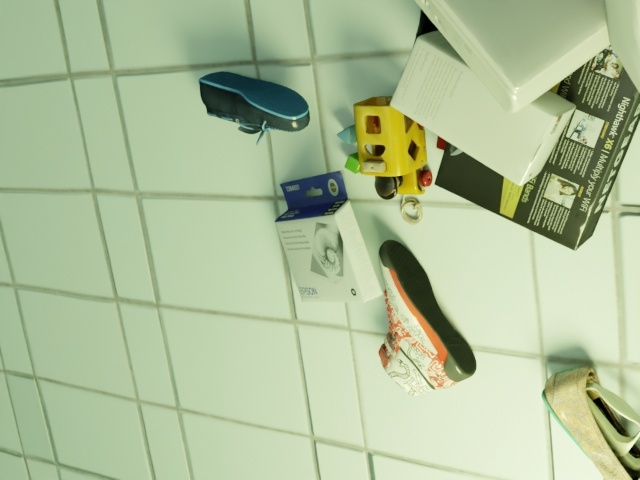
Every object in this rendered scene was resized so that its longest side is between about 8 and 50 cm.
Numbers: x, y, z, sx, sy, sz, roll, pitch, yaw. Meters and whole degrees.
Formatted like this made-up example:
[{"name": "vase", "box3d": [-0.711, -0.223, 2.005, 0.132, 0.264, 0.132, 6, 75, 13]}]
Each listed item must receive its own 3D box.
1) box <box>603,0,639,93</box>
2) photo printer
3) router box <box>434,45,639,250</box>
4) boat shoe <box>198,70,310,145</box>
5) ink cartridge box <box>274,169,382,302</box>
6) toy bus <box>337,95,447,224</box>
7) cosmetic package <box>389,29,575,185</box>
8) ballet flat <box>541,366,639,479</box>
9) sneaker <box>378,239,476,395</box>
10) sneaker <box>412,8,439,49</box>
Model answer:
[{"name": "box", "box3d": [0.484, -0.315, 0.983, 0.345, 0.168, 0.215, -14, 125, 9]}, {"name": "photo printer", "box3d": [0.292, -0.348, 1.191, 0.307, 0.107, 0.256, -35, 78, -2]}, {"name": "router box", "box3d": [0.322, -0.174, 1.341, 0.243, 0.081, 0.308, 29, 123, 25]}, {"name": "boat shoe", "box3d": [-0.110, -0.231, 1.640, 0.258, 0.109, 0.089, 31, 132, 43]}, {"name": "ink cartridge box", "box3d": [0.000, 0.000, 1.623, 0.223, 0.045, 0.224, -7, 103, 60]}, {"name": "toy bus", "box3d": [0.110, -0.136, 1.497, 0.202, 0.104, 0.191, 47, 129, 12]}, {"name": "cosmetic package", "box3d": [0.223, -0.189, 1.302, 0.231, 0.085, 0.117, 36, 125, 19]}, {"name": "ballet flat", "box3d": [0.467, 0.328, 1.422, 0.106, 0.107, 0.316, -41, 83, 32]}, {"name": "sneaker", "box3d": [0.139, 0.142, 1.594, 0.145, 0.090, 0.270, -32, 90, 37]}, {"name": "sneaker", "box3d": [0.195, -0.355, 1.360, 0.083, 0.087, 0.221, 28, 122, 24]}]
